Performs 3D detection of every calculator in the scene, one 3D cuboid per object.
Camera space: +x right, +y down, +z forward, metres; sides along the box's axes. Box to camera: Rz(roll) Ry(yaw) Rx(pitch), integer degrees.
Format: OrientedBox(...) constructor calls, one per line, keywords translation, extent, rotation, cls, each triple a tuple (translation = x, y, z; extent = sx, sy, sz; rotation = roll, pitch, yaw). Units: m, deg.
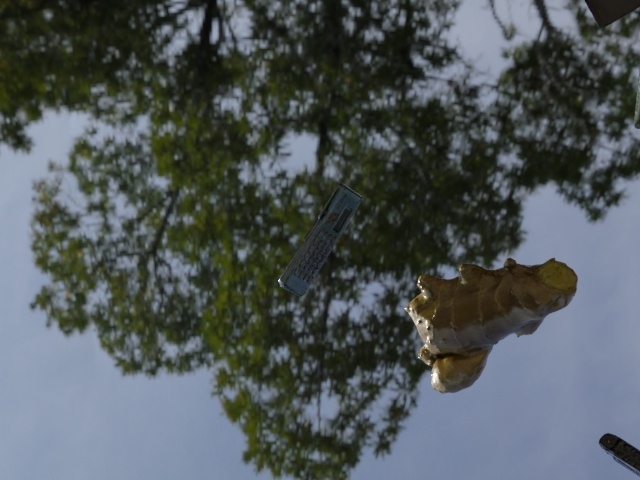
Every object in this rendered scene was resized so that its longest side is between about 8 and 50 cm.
OrientedBox(translation=(0.000, 0.000, 1.588), extent=(0.018, 0.057, 0.172), rotation=(32, -89, 44), cls="calculator")

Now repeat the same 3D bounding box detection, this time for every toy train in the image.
OrientedBox(translation=(0.263, 0.184, 0.912), extent=(0.017, 0.017, 0.083), rotation=(-44, -142, -11), cls="toy train")

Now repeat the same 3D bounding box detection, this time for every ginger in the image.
OrientedBox(translation=(0.170, 0.070, 1.173), extent=(0.081, 0.205, 0.115), rotation=(6, -132, -56), cls="ginger")

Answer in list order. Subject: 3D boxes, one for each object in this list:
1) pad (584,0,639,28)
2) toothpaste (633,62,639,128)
OrientedBox(translation=(0.395, -0.466, 1.499), extent=(0.202, 0.300, 0.005), rotation=(-30, -169, 15), cls="pad")
OrientedBox(translation=(0.504, -0.271, 1.688), extent=(0.049, 0.031, 0.204), rotation=(1, -87, -7), cls="toothpaste")
